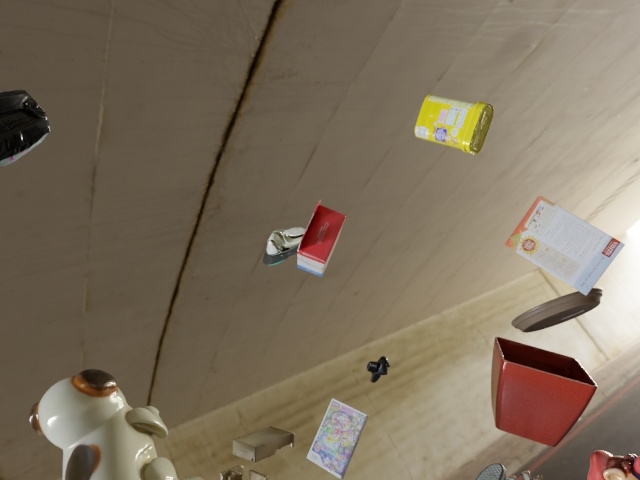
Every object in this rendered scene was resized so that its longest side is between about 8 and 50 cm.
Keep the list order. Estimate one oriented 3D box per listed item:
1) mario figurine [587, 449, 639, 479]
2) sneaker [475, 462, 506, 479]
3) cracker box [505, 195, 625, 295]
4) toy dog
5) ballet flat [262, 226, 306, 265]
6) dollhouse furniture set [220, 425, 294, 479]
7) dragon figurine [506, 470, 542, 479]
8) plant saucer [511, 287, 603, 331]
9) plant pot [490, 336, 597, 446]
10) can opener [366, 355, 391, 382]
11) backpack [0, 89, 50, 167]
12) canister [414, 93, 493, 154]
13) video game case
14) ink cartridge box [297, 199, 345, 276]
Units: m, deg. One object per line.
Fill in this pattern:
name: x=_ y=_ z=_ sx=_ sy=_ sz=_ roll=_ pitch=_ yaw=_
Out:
mario figurine: x=0.705 y=0.500 z=1.002 sx=0.320 sy=0.198 sz=0.170 roll=-43 pitch=6 yaw=33
sneaker: x=0.544 y=0.825 z=1.530 sx=0.226 sy=0.163 sz=0.086 roll=-55 pitch=18 yaw=-17
cracker box: x=0.621 y=0.011 z=1.270 sx=0.155 sy=0.232 sz=0.067 roll=-58 pitch=-19 yaw=12
toy dog: x=-0.561 y=0.533 z=1.238 sx=0.284 sy=0.408 sz=0.395 roll=-37 pitch=-18 yaw=14
ballet flat: x=-0.099 y=0.004 z=1.544 sx=0.280 sy=0.095 sz=0.096 roll=-18 pitch=-53 yaw=37
dollhouse furniture set: x=-0.170 y=0.709 z=1.482 sx=0.212 sy=0.242 sz=0.161 roll=-1 pitch=-2 yaw=40
dragon figurine: x=0.610 y=0.752 z=1.407 sx=0.085 sy=0.144 sz=0.289 roll=-17 pitch=-16 yaw=-5
plant saucer: x=0.719 y=0.217 z=1.493 sx=0.278 sy=0.041 sz=0.278 roll=-15 pitch=-26 yaw=-7
plant pot: x=0.674 y=0.486 z=1.573 sx=0.267 sy=0.267 sz=0.235 roll=-20 pitch=-58 yaw=-74
can opener: x=0.190 y=0.429 z=1.646 sx=0.186 sy=0.073 sz=0.059 roll=90 pitch=-159 yaw=-62
backpack: x=-0.604 y=-0.207 z=0.906 sx=0.182 sy=0.115 sz=0.152 roll=-42 pitch=-55 yaw=-37
canister: x=0.337 y=-0.302 z=1.263 sx=0.073 sy=0.170 sz=0.126 roll=4 pitch=-73 yaw=-49
video game case: x=0.032 y=0.375 z=0.942 sx=0.011 sy=0.087 sz=0.122 roll=42 pitch=-112 yaw=-46
ink cartridge box: x=0.000 y=0.000 z=1.266 sx=0.231 sy=0.078 sz=0.134 roll=101 pitch=-168 yaw=-75
